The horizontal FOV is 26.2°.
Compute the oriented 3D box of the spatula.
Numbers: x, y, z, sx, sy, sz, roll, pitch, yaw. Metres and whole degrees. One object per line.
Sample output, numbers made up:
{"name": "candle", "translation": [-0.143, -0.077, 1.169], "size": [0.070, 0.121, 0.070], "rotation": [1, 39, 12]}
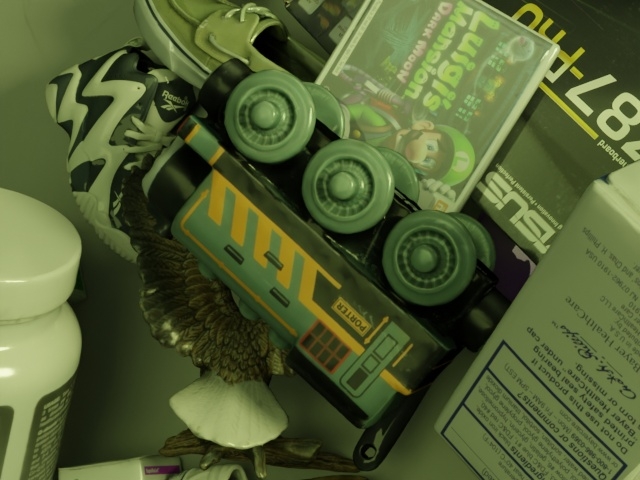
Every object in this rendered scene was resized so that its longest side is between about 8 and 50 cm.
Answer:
{"name": "spatula", "translation": [0.118, 0.088, 1.274], "size": [0.084, 0.030, 0.296], "rotation": [32, 77, 22]}

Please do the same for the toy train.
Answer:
{"name": "toy train", "translation": [0.000, 0.000, 1.151], "size": [0.334, 0.142, 0.190], "rotation": [42, 100, 11]}

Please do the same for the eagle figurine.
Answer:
{"name": "eagle figurine", "translation": [-0.072, 0.062, 1.288], "size": [0.225, 0.226, 0.298], "rotation": [6, 89, 42]}

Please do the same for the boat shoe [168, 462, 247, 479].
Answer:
{"name": "boat shoe", "translation": [-0.087, 0.338, 1.294], "size": [0.084, 0.095, 0.258], "rotation": [-20, 76, 30]}

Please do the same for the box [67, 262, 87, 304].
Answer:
{"name": "box", "translation": [-0.314, 0.029, 1.426], "size": [0.102, 0.101, 0.087], "rotation": [-19, 76, 15]}

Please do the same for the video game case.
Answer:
{"name": "video game case", "translation": [0.089, -0.132, 1.218], "size": [0.173, 0.022, 0.190], "rotation": [32, 93, 12]}

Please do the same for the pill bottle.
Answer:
{"name": "pill bottle", "translation": [-0.341, 0.144, 1.295], "size": [0.210, 0.210, 0.362], "rotation": [29, 118, 22]}

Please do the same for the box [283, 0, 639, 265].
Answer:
{"name": "box", "translation": [0.207, -0.194, 1.264], "size": [0.318, 0.097, 0.395], "rotation": [-44, 70, 9]}

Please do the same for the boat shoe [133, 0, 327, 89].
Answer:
{"name": "boat shoe", "translation": [-0.064, -0.181, 1.344], "size": [0.302, 0.109, 0.094], "rotation": [42, 127, 22]}

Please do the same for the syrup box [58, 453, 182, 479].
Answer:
{"name": "syrup box", "translation": [-0.184, 0.331, 1.335], "size": [0.093, 0.096, 0.236], "rotation": [-11, 78, 19]}

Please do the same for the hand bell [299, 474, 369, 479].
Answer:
{"name": "hand bell", "translation": [0.003, 0.350, 1.272], "size": [0.126, 0.126, 0.242], "rotation": [-9, 90, 19]}

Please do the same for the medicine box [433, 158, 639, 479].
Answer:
{"name": "medicine box", "translation": [0.267, 0.064, 1.057], "size": [0.149, 0.263, 0.289], "rotation": [47, 135, 21]}

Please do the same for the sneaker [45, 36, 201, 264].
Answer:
{"name": "sneaker", "translation": [-0.177, -0.103, 1.397], "size": [0.153, 0.094, 0.235], "rotation": [-32, 62, 22]}
